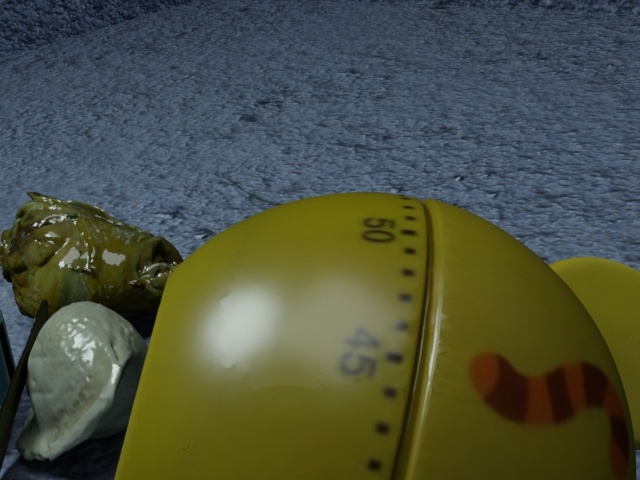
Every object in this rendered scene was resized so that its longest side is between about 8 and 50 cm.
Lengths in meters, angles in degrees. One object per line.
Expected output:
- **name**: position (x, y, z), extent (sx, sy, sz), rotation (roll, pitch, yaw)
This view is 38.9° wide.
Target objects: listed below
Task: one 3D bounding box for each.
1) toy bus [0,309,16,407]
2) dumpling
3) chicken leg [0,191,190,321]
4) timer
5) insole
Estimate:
- **toy bus**: position (-0.464, 0.151, 0.948), extent (0.271, 0.133, 0.165), rotation (-7, 20, -3)
- **dumpling**: position (-0.243, 0.148, 0.909), extent (0.216, 0.126, 0.166), rotation (29, 82, 47)
- **chicken leg**: position (-0.205, 0.040, 1.098), extent (0.429, 0.152, 0.201), rotation (8, 21, 16)
- **timer**: position (0.066, 0.151, 0.591), extent (0.387, 0.376, 0.376), rotation (14, 25, -5)
- **insole**: position (-0.302, 0.156, 0.897), extent (0.005, 0.086, 0.253), rotation (10, 42, -8)
